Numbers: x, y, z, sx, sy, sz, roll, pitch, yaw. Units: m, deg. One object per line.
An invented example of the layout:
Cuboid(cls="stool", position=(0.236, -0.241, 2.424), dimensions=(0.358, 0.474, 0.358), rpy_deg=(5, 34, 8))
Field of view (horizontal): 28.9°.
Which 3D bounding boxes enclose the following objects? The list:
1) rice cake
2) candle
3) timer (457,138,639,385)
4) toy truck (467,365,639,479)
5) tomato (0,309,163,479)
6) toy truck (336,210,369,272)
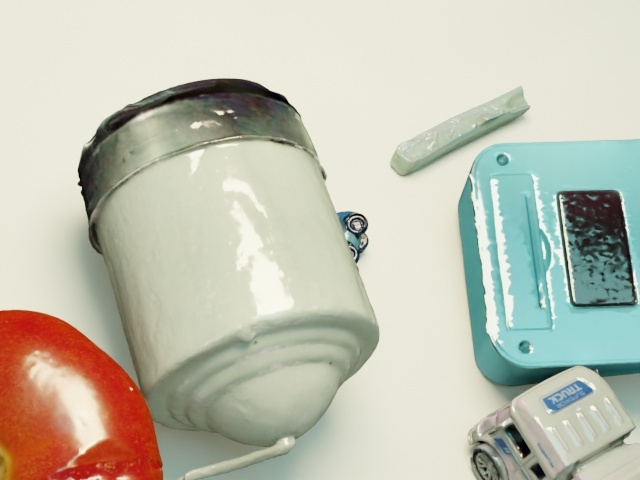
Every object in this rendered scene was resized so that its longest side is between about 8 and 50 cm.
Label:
Cuboid(cls="rice cake", position=(0.153, -0.120, 1.333), dimensions=(0.180, 0.042, 0.030), rpy_deg=(-27, 75, -25))
Cuboid(cls="candle", position=(-0.073, 0.039, 1.079), dimensions=(0.221, 0.221, 0.342), rpy_deg=(-11, 63, -20))
Cuboid(cls="timer", position=(0.270, 0.021, 1.220), dimensions=(0.250, 0.091, 0.232), rpy_deg=(-2, 69, -2))
Cuboid(cls="toy truck", position=(0.258, 0.241, 1.103), dimensions=(0.124, 0.155, 0.268), rpy_deg=(-23, 71, -25))
Cuboid(cls="tomato", position=(-0.263, 0.202, 0.943), dimensions=(0.299, 0.226, 0.298), rpy_deg=(3, 67, -7))
Cuboid(cls="toy truck", position=(0.000, 0.000, 1.224), dimensions=(0.090, 0.056, 0.073), rpy_deg=(16, 65, 8))
